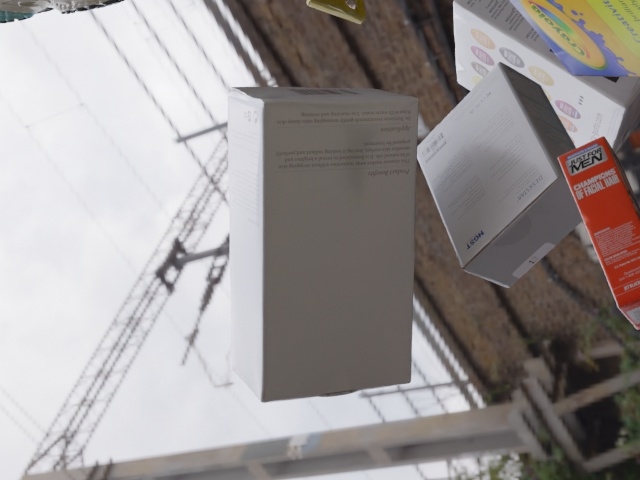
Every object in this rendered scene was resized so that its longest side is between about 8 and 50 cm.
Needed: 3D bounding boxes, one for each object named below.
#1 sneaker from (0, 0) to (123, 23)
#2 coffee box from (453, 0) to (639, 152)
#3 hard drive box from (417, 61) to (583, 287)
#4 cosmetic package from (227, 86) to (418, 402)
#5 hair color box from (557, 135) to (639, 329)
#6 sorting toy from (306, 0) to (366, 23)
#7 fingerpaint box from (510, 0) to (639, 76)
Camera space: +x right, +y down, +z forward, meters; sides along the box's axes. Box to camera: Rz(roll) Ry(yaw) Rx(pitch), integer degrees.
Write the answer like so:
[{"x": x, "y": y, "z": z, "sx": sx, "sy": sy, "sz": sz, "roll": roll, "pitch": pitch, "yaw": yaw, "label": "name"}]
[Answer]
[{"x": -0.327, "y": -0.350, "z": 1.359, "sx": 0.110, "sy": 0.283, "sz": 0.122, "roll": -66, "pitch": -33, "yaw": -64, "label": "sneaker"}, {"x": 0.458, "y": -0.383, "z": 1.864, "sx": 0.338, "sy": 0.334, "sz": 0.337, "roll": -53, "pitch": -15, "yaw": -7, "label": "coffee box"}, {"x": 0.239, "y": -0.087, "z": 1.412, "sx": 0.089, "sy": 0.181, "sz": 0.232, "roll": 21, "pitch": -143, "yaw": -34, "label": "hard drive box"}, {"x": 0.000, "y": 0.000, "z": 1.397, "sx": 0.217, "sy": 0.156, "sz": 0.385, "roll": -2, "pitch": -76, "yaw": -21, "label": "cosmetic package"}, {"x": 0.293, "y": -0.007, "z": 1.050, "sx": 0.093, "sy": 0.053, "sz": 0.167, "roll": 33, "pitch": -144, "yaw": -58, "label": "hair color box"}, {"x": -0.064, "y": -0.261, "z": 0.750, "sx": 0.274, "sy": 0.046, "sz": 0.132, "roll": 33, "pitch": -133, "yaw": -15, "label": "sorting toy"}, {"x": 0.216, "y": -0.331, "z": 0.830, "sx": 0.445, "sy": 0.371, "sz": 0.163, "roll": 42, "pitch": -99, "yaw": -22, "label": "fingerpaint box"}]
